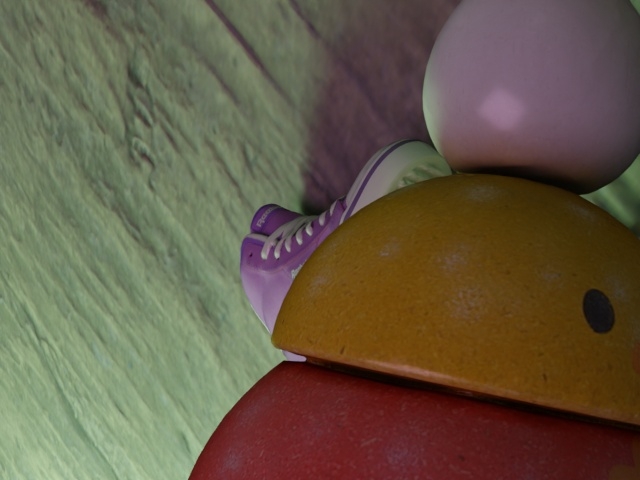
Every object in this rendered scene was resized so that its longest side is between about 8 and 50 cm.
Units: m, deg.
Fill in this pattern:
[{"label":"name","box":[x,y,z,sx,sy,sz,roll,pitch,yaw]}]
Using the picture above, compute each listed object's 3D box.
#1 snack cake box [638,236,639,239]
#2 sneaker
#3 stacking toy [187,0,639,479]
[{"label":"snack cake box","box":[0.239,0.048,0.568,0.152,0.089,0.264,57,143,9]},{"label":"sneaker","box":[-0.001,0.001,0.831,0.161,0.102,0.282,49,141,26]},{"label":"stacking toy","box":[0.068,0.090,0.501,0.351,0.351,0.479,4,83,50]}]
